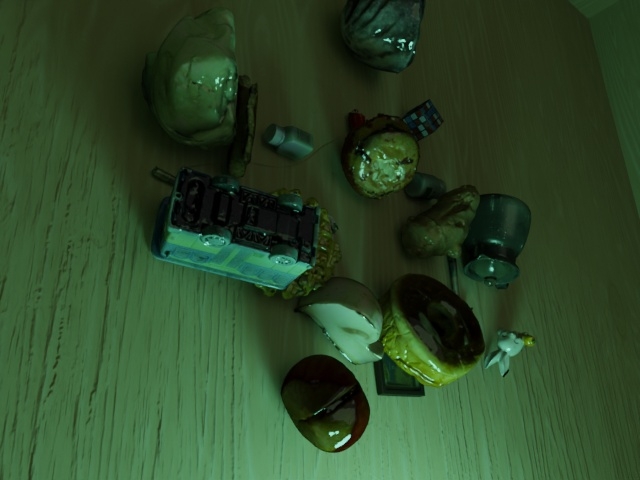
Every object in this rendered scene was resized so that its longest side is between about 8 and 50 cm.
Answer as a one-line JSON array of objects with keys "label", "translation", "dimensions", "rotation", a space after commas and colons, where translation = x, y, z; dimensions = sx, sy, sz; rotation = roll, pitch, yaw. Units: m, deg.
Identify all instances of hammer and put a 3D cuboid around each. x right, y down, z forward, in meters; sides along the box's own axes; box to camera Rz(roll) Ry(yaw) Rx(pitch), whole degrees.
[{"label": "hammer", "translation": [0.417, 0.110, 2.046], "dimensions": [0.111, 0.033, 0.288], "rotation": [17, 59, -38]}]

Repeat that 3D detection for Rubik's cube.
[{"label": "Rubik's cube", "translation": [0.334, -0.394, 2.165], "dimensions": [0.092, 0.092, 0.092], "rotation": [54, 44, -11]}]

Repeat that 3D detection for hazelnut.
[{"label": "hazelnut", "translation": [0.021, 0.347, 1.431], "dimensions": [0.181, 0.181, 0.212], "rotation": [-29, 82, -27]}]

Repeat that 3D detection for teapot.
[{"label": "teapot", "translation": [0.553, 0.034, 2.139], "dimensions": [0.223, 0.305, 0.285], "rotation": [11, 64, 3]}]

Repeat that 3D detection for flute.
[{"label": "flute", "translation": [-0.272, -0.106, 1.471], "dimensions": [0.233, 0.027, 0.027], "rotation": [28, 53, -33]}]

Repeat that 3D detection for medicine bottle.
[{"label": "medicine bottle", "translation": [-0.084, -0.258, 1.696], "dimensions": [0.118, 0.074, 0.055], "rotation": [17, 60, -37]}, {"label": "medicine bottle", "translation": [0.333, -0.169, 2.062], "dimensions": [0.130, 0.080, 0.080], "rotation": [6, 67, -43]}]

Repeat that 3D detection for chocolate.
[{"label": "chocolate", "translation": [0.170, -0.679, 2.030], "dimensions": [0.213, 0.303, 0.303], "rotation": [2, 67, -16]}]

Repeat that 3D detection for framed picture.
[{"label": "framed picture", "translation": [0.207, 0.346, 1.729], "dimensions": [0.168, 0.023, 0.128], "rotation": [14, 62, -40]}]

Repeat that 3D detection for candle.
[{"label": "candle", "translation": [0.110, -0.334, 1.944], "dimensions": [0.052, 0.052, 0.131], "rotation": [13, 61, -40]}]

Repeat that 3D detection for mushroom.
[{"label": "mushroom", "translation": [0.094, 0.165, 1.602], "dimensions": [0.236, 0.162, 0.173], "rotation": [47, 46, -21]}]

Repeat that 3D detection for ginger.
[{"label": "ginger", "translation": [0.380, -0.057, 1.990], "dimensions": [0.190, 0.126, 0.354], "rotation": [36, 56, 11]}]

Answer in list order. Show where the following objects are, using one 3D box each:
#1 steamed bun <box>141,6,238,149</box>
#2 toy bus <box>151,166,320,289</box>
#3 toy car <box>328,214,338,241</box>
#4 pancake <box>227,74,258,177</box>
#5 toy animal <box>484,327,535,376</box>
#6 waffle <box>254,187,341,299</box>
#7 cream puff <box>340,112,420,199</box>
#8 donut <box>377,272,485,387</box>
[{"label": "steamed bun", "translation": [-0.287, -0.351, 1.444], "dimensions": [0.207, 0.268, 0.280], "rotation": [1, 51, -9]}, {"label": "toy bus", "translation": [-0.173, -0.020, 1.360], "dimensions": [0.312, 0.190, 0.152], "rotation": [16, 63, -21]}, {"label": "toy car", "translation": [0.000, 0.000, 1.670], "dimensions": [0.069, 0.055, 0.142], "rotation": [20, 67, -26]}, {"label": "pancake", "translation": [-0.184, -0.264, 1.556], "dimensions": [0.056, 0.212, 0.257], "rotation": [7, 27, -8]}, {"label": "toy animal", "translation": [0.595, 0.341, 2.043], "dimensions": [0.181, 0.131, 0.127], "rotation": [-17, 119, -61]}, {"label": "waffle", "translation": [-0.074, 0.006, 1.559], "dimensions": [0.280, 0.060, 0.262], "rotation": [-22, 80, -36]}, {"label": "cream puff", "translation": [0.163, -0.240, 1.845], "dimensions": [0.240, 0.240, 0.164], "rotation": [26, 24, -34]}, {"label": "donut", "translation": [0.283, 0.245, 1.741], "dimensions": [0.330, 0.160, 0.330], "rotation": [27, 34, -20]}]
